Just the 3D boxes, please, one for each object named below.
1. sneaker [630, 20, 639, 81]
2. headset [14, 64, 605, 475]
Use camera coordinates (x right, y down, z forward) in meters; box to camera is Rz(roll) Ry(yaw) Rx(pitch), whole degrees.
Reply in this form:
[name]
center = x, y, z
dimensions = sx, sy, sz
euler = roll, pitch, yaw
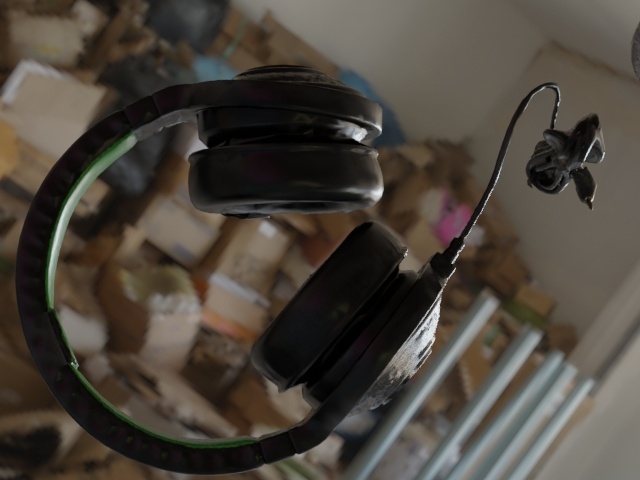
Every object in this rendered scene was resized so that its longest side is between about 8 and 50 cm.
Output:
[sneaker]
center = 0.251, -0.148, 0.752
dimensions = 0.124, 0.180, 0.321
euler = 50, -1, 5
[headset]
center = 0.000, 0.000, 1.032
dimensions = 0.185, 0.394, 0.243
euler = 118, -49, -85
